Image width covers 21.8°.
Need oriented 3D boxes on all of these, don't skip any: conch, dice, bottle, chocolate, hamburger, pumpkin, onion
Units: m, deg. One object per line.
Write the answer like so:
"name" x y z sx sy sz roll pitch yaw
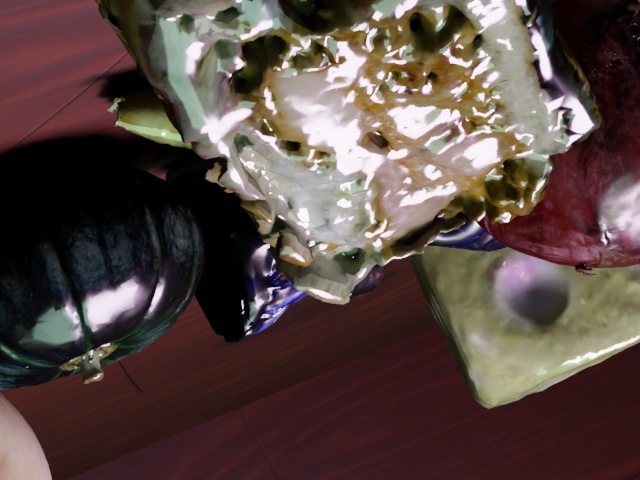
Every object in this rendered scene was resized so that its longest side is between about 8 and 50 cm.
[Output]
"conch" -0.038 -0.083 1.038 0.200 0.080 0.095 -3 177 -17
"dice" 0.201 -0.014 1.445 0.249 0.254 0.252 -24 171 0
"bottle" -0.072 -0.057 1.214 0.083 0.030 0.030 -29 169 21
"chocolate" 0.049 -0.019 1.232 0.343 0.126 0.148 -14 131 -34
"hamburger" 0.002 -0.106 0.738 0.167 0.192 0.288 -31 144 4
"pumpkin" -0.171 0.027 1.103 0.202 0.140 0.202 -22 168 -5
"onion" 0.206 -0.104 1.135 0.221 0.281 0.281 19 -168 26

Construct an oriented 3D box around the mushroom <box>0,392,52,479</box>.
"mushroom" -0.382 0.257 1.269 0.325 0.353 0.353 -8 177 21
